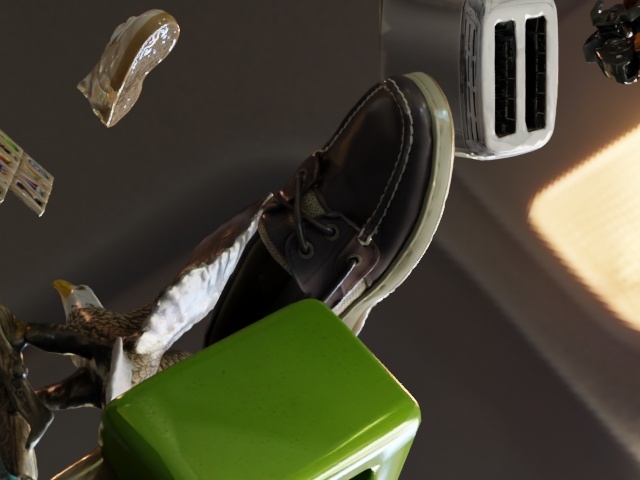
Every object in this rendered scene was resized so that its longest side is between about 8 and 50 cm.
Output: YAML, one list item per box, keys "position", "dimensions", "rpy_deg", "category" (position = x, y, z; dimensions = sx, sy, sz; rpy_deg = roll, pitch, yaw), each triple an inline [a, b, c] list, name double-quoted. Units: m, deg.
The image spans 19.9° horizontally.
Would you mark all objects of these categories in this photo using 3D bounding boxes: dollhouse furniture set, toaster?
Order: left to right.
- position: [0.025, 0.193, 0.338]
  dimensions: [0.301, 0.151, 0.197]
  rpy_deg: [47, -31, 21]
  category: "dollhouse furniture set"
- position: [0.142, -0.166, 1.767]
  dimensions: [0.146, 0.129, 0.227]
  rpy_deg: [18, -67, 51]
  category: "toaster"

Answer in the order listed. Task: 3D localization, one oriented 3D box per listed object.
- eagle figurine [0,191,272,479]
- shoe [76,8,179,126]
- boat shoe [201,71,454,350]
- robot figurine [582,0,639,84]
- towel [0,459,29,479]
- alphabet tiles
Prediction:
- position: [-0.144, 0.088, 1.520]
  dimensions: [0.298, 0.225, 0.226]
  rpy_deg: [-7, -23, -35]
  category: "eagle figurine"
- position: [-0.202, -0.182, 1.854]
  dimensions: [0.058, 0.076, 0.219]
  rpy_deg: [48, -29, 2]
  category: "shoe"
- position: [0.000, 0.000, 1.277]
  dimensions: [0.092, 0.103, 0.285]
  rpy_deg: [1, -42, -32]
  category: "boat shoe"
- position: [0.334, -0.194, 1.526]
  dimensions: [0.211, 0.291, 0.085]
  rpy_deg: [-11, -63, 22]
  category: "robot figurine"
- position: [-0.318, 0.386, 1.707]
  dimensions: [0.370, 0.271, 0.040]
  rpy_deg: [60, -6, -23]
  category: "towel"
- position: [-0.324, -0.097, 1.656]
  dimensions: [0.198, 0.237, 0.009]
  rpy_deg: [43, -83, -13]
  category: "alphabet tiles"
